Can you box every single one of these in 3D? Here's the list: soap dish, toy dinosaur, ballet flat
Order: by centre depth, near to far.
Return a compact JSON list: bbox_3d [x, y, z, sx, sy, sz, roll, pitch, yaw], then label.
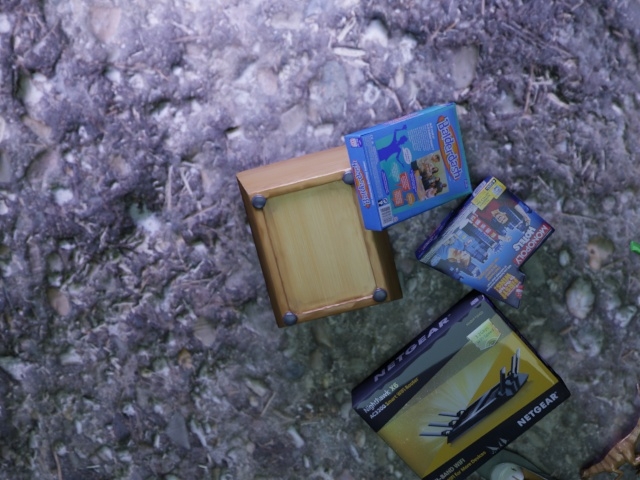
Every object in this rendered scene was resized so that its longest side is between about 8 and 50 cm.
[{"bbox_3d":[0.000,0.000,1.643,0.229,0.118,0.290,-14,105,4],"label":"soap dish"},{"bbox_3d":[0.563,0.381,1.762,0.112,0.064,0.211,35,102,-6],"label":"toy dinosaur"},{"bbox_3d":[0.378,0.446,1.778,0.213,0.068,0.072,26,103,-5],"label":"ballet flat"}]

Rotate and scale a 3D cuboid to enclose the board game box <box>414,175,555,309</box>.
[{"bbox_3d":[0.301,0.017,1.674,0.194,0.060,0.194,39,101,-10],"label":"board game box"}]

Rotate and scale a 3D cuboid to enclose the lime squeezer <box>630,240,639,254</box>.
[{"bbox_3d":[0.698,0.060,1.693,0.311,0.059,0.109,1,72,1],"label":"lime squeezer"}]

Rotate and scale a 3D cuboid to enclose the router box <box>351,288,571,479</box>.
[{"bbox_3d":[0.248,0.273,1.728,0.309,0.081,0.243,-42,100,10],"label":"router box"}]

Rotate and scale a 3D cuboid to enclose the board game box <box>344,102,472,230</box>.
[{"bbox_3d":[0.148,-0.124,1.588,0.210,0.047,0.160,-21,106,-32],"label":"board game box"}]
